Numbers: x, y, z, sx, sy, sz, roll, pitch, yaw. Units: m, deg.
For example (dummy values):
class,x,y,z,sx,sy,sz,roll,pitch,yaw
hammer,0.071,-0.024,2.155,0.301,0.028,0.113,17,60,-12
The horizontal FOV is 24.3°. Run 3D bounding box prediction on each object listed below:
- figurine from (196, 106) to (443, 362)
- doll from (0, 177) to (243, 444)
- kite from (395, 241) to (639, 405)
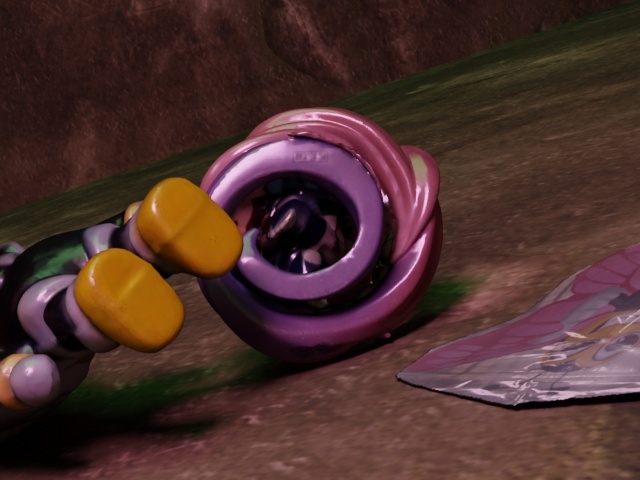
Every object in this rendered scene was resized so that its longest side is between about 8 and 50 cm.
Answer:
class,x,y,z,sx,sy,sz,roll,pitch,yaw
figurine,-0.002,-0.009,0.730,0.126,0.114,0.157,-7,8,6
doll,-0.163,0.043,0.711,0.316,0.103,0.145,-21,48,44
kite,0.202,-0.008,0.618,0.360,0.022,0.204,-27,12,-31
